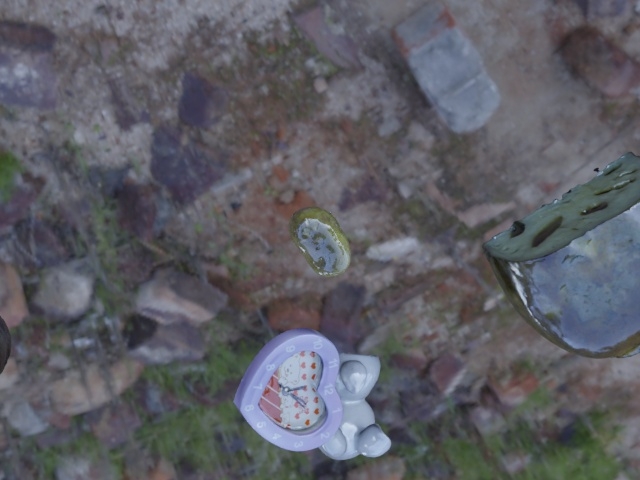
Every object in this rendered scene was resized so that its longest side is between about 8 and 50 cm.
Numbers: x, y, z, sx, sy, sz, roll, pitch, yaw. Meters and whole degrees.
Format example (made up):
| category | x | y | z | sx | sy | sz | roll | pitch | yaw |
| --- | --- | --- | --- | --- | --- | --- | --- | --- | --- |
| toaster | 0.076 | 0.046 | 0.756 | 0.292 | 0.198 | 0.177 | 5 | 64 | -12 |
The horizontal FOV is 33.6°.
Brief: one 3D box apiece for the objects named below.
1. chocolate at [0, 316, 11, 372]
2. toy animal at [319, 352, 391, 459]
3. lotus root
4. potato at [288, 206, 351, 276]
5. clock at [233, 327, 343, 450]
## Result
| category | x | y | z | sx | sy | sz | roll | pitch | yaw |
| --- | --- | --- | --- | --- | --- | --- | --- | --- | --- |
| chocolate | -0.613 | 0.144 | 1.568 | 0.284 | 0.283 | 0.186 | -19 | 141 | -10 |
| toy animal | 0.047 | 0.284 | 1.852 | 0.128 | 0.193 | 0.178 | 6 | 166 | -13 |
| lotus root | 0.406 | 0.060 | 1.502 | 0.267 | 0.149 | 0.260 | -31 | 115 | -7 |
| potato | 0.000 | 0.000 | 1.900 | 0.092 | 0.070 | 0.138 | -27 | 105 | 25 |
| clock | -0.055 | 0.236 | 1.670 | 0.172 | 0.064 | 0.198 | -11 | 107 | -19 |
